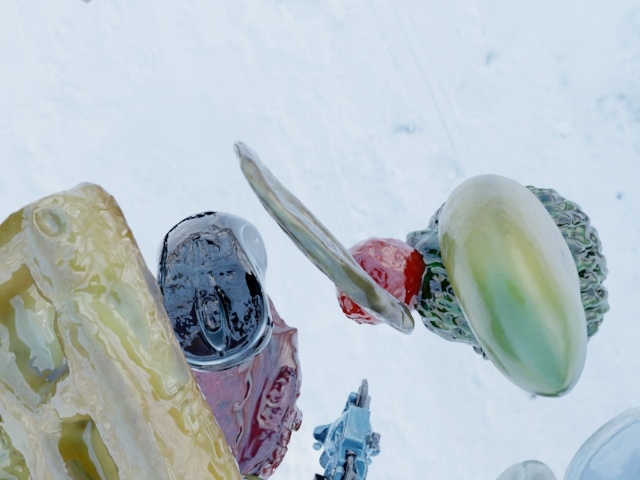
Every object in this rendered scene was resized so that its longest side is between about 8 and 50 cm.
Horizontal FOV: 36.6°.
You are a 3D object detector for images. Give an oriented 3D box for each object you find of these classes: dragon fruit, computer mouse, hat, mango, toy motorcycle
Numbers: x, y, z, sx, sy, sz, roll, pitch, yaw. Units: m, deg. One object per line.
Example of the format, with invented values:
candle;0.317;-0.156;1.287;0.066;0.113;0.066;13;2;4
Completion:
dragon fruit;-0.145;0.274;1.488;0.240;0.302;0.330;-5;30;-14
computer mouse;-0.130;0.045;1.147;0.137;0.096;0.233;-23;47;4
hat;0.179;0.060;1.261;0.332;0.274;0.242;-9;91;-17
mango;0.145;0.023;0.737;0.091;0.237;0.137;-33;101;14
toy motorcycle;0.040;0.370;1.625;0.123;0.182;0.272;16;35;1

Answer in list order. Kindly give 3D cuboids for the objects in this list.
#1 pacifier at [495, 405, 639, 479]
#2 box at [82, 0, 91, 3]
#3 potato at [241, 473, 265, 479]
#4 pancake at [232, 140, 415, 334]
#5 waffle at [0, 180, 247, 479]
pacifier;0.194;0.247;0.741;0.207;0.227;0.279;21;76;52
box;-0.282;-0.311;1.134;0.025;0.115;0.048;34;91;3
potato;-0.163;0.398;1.225;0.202;0.351;0.218;-25;57;37
pancake;0.000;0.001;0.939;0.031;0.250;0.250;-45;72;3
waffle;-0.212;0.162;0.639;0.348;0.077;0.304;-29;87;27
